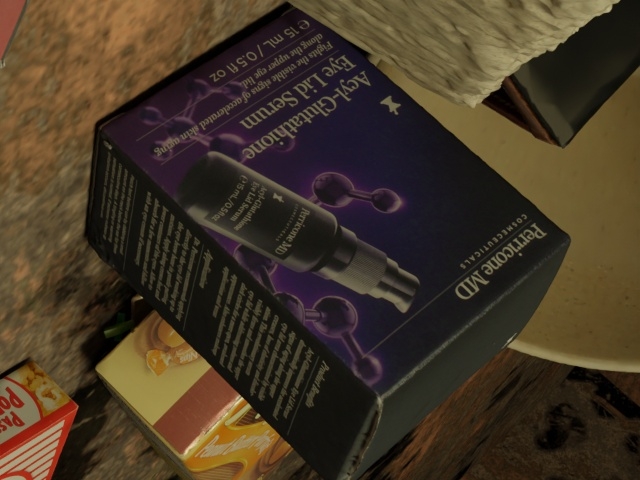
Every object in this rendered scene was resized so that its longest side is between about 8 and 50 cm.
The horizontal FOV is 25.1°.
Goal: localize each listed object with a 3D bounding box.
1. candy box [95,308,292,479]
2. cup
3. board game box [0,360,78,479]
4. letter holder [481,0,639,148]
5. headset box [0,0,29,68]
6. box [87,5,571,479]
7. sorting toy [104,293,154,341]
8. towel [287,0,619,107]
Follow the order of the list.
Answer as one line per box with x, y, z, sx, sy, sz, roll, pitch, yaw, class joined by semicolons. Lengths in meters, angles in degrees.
-0.047;0.091;1.041;0.183;0.087;0.316;-45;166;-12;candy box
0.198;-0.110;0.926;0.331;0.331;0.237;113;-4;-47;cup
-0.238;0.167;0.825;0.193;0.045;0.147;-33;158;-43;board game box
0.121;-0.234;0.698;0.302;0.214;0.152;-47;132;-3;letter holder
-0.196;-0.042;0.340;0.293;0.110;0.218;-25;153;-53;headset box
0.000;0.000;0.764;0.153;0.207;0.108;-38;161;-31;box
-0.110;0.046;0.935;0.083;0.012;0.062;-39;162;-30;sorting toy
0.002;-0.117;0.452;0.049;0.187;0.282;-60;-177;-2;towel
